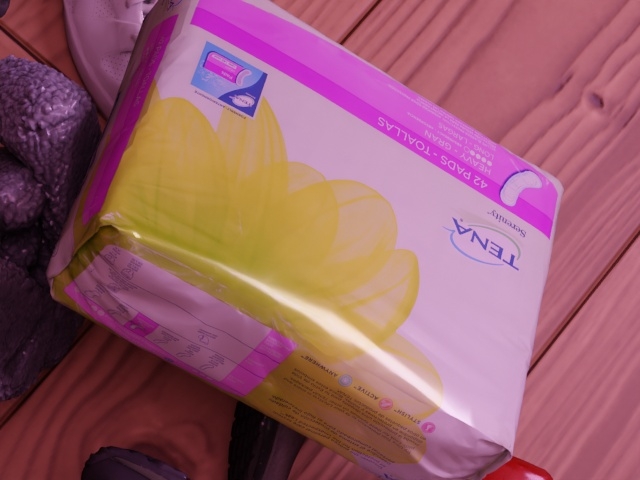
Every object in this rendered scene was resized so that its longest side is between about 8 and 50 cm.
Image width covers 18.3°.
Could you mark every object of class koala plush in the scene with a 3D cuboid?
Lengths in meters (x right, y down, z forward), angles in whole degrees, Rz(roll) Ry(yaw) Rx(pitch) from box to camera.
[{"bbox_3d":[-0.263,-0.011,1.247,0.221,0.203,0.196,19,64,14],"label":"koala plush"}]

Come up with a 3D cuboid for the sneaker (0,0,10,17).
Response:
[{"bbox_3d":[-0.392,-0.195,1.282,0.385,0.145,0.147,2,46,-9],"label":"sneaker"}]

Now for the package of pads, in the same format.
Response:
[{"bbox_3d":[0.000,0.000,1.206,0.296,0.101,0.229,29,51,-16],"label":"package of pads"}]

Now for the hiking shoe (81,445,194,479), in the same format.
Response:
[{"bbox_3d":[-0.083,0.230,1.205,0.114,0.086,0.227,-40,88,-20],"label":"hiking shoe"}]

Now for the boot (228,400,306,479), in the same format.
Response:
[{"bbox_3d":[0.045,0.081,1.326,0.161,0.083,0.246,24,75,-12],"label":"boot"}]

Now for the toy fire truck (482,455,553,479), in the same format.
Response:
[{"bbox_3d":[0.155,0.217,1.228,0.217,0.246,0.158,25,73,-6],"label":"toy fire truck"}]

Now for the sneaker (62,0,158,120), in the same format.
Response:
[{"bbox_3d":[-0.118,-0.197,1.304,0.108,0.169,0.292,-18,83,-17],"label":"sneaker"}]
